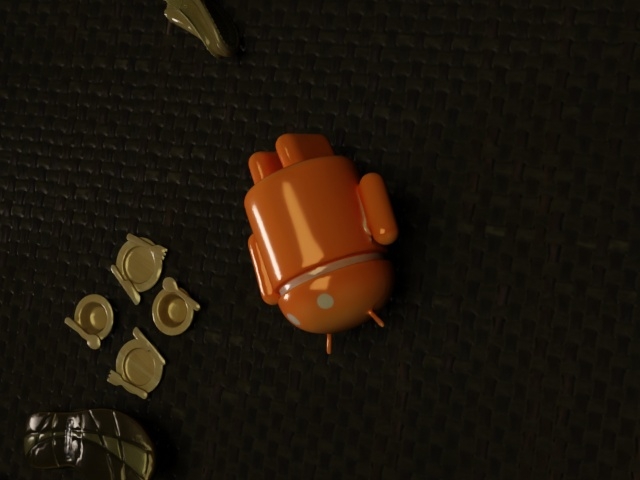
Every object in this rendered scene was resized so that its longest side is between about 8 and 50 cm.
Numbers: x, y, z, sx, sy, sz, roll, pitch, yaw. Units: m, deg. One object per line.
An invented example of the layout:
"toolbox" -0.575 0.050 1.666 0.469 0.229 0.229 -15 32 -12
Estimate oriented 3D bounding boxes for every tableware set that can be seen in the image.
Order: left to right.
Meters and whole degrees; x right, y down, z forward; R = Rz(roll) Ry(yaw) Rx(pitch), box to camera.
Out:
"tableware set" -0.211 0.086 1.474 0.141 0.020 0.168 41 106 23

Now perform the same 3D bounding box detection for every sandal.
"sandal" -0.256 0.236 1.473 0.219 0.060 0.089 -5 79 41

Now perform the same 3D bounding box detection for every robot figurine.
"robot figurine" 0.001 -0.001 1.311 0.158 0.128 0.219 -19 78 0

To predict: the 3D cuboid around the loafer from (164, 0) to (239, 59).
"loafer" -0.140 -0.252 1.440 0.050 0.056 0.148 -42 60 20
